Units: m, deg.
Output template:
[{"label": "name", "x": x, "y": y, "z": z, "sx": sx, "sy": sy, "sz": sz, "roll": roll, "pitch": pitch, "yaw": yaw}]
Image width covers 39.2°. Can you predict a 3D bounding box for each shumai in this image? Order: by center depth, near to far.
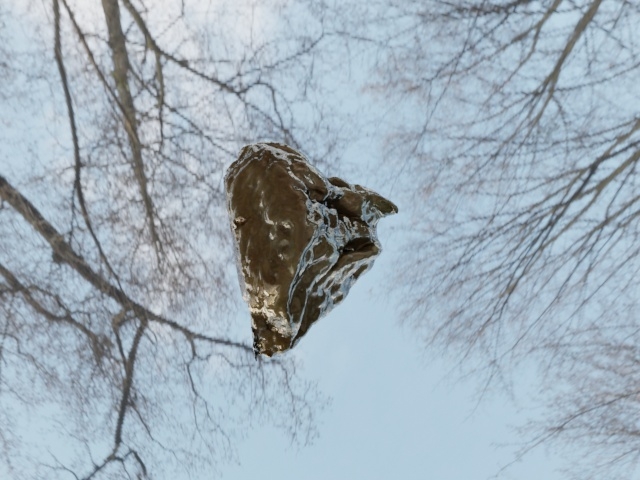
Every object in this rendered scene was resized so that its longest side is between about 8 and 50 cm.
[{"label": "shumai", "x": -0.001, "y": -0.004, "z": 0.962, "sx": 0.185, "sy": 0.184, "sz": 0.218, "roll": -9, "pitch": -143, "yaw": -8}]
